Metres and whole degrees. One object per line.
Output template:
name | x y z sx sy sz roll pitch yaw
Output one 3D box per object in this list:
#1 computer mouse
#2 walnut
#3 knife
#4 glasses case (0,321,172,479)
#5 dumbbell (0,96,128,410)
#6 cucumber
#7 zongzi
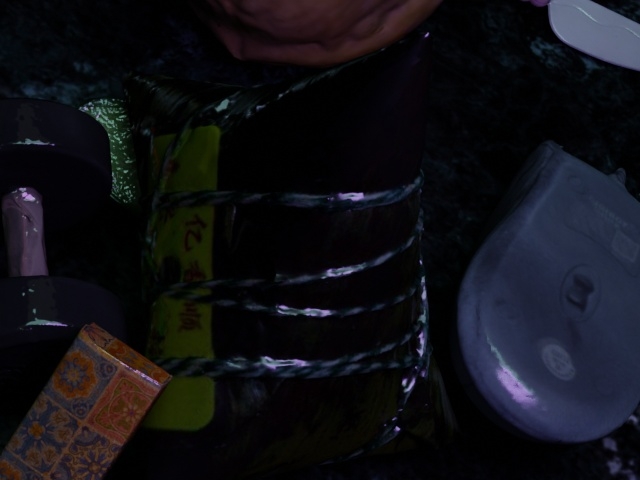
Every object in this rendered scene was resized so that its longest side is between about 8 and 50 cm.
computer mouse | 0.211 0.054 1.488 0.188 0.122 0.371 39 45 -6
walnut | 0.002 -0.320 1.505 0.306 0.306 0.344 27 91 -5
knife | 0.265 -0.245 1.741 0.336 0.043 0.081 25 60 -9
glasses case | -0.202 0.171 1.210 0.075 0.049 0.218 34 99 1
dumbbell | -0.237 0.012 1.311 0.152 0.152 0.218 2 61 -21
cucumber | -0.114 -0.053 1.450 0.244 0.063 0.115 29 82 -7
zongzi | 0.000 0.000 1.268 0.319 0.362 0.383 -14 86 -38
